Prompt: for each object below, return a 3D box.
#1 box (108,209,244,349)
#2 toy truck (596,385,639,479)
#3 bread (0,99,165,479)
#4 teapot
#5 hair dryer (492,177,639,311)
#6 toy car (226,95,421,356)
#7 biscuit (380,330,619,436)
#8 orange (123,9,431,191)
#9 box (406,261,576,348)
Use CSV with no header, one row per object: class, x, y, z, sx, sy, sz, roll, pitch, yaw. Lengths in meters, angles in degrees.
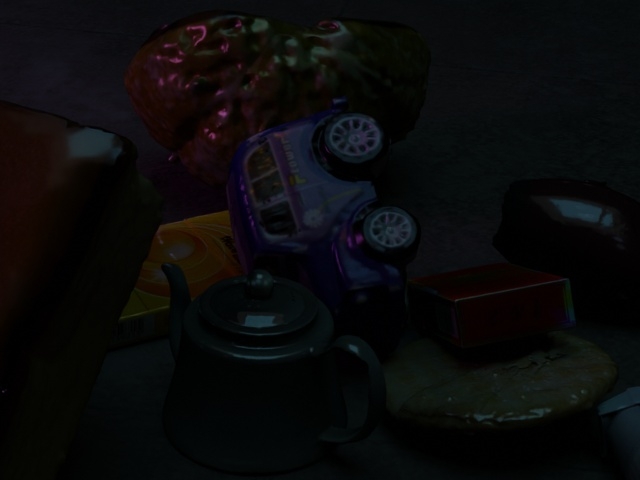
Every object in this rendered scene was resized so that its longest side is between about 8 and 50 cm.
box,-0.166,0.039,1.202,0.269,0.044,0.152,-12,35,-27
toy truck,0.309,0.193,0.912,0.140,0.108,0.257,-10,26,2
bread,-0.320,0.047,0.896,0.333,0.324,0.143,14,-14,19
teapot,-0.045,0.094,1.004,0.239,0.149,0.162,23,32,33
hair dryer,0.357,-0.006,1.327,0.312,0.123,0.340,20,19,7
toy car,0.000,0.000,1.134,0.157,0.172,0.235,-13,59,-9
biscuit,0.153,0.120,1.059,0.219,0.033,0.220,-7,16,2
orange,-0.044,-0.159,1.399,0.368,0.211,0.271,-1,-10,-13
box,0.156,0.060,1.122,0.112,0.048,0.175,-10,6,-8
